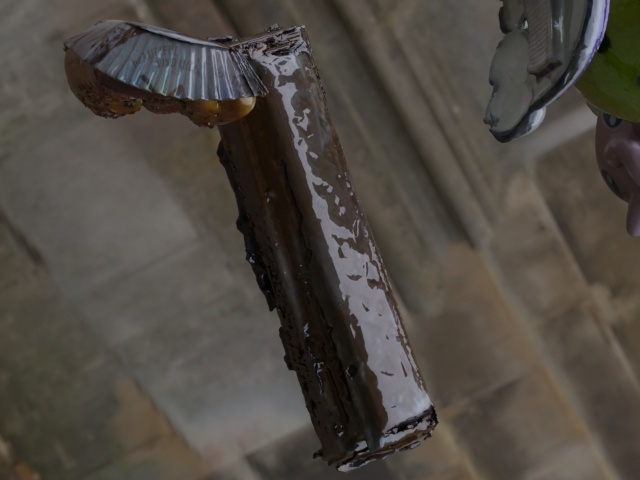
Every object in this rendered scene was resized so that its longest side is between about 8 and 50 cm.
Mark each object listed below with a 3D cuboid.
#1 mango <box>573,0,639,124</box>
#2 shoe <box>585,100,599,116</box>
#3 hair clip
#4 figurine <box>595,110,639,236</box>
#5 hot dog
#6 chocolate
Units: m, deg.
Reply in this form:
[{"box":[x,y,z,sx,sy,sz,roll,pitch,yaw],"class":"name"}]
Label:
[{"box":[0.306,-0.172,1.262,0.175,0.293,0.143,45,44,-41],"class":"mango"},{"box":[0.337,-0.204,1.717,0.125,0.099,0.227,44,-43,44],"class":"shoe"},{"box":[0.134,-0.155,1.098,0.116,0.049,0.172,143,-56,-60],"class":"hair clip"},{"box":[0.349,-0.117,1.558,0.186,0.287,0.176,24,-41,49],"class":"figurine"},{"box":[-0.094,-0.095,1.009,0.191,0.108,0.059,-162,-98,-76],"class":"hot dog"},{"box":[0.000,0.000,1.251,0.065,0.102,0.329,-19,-90,64],"class":"chocolate"}]
